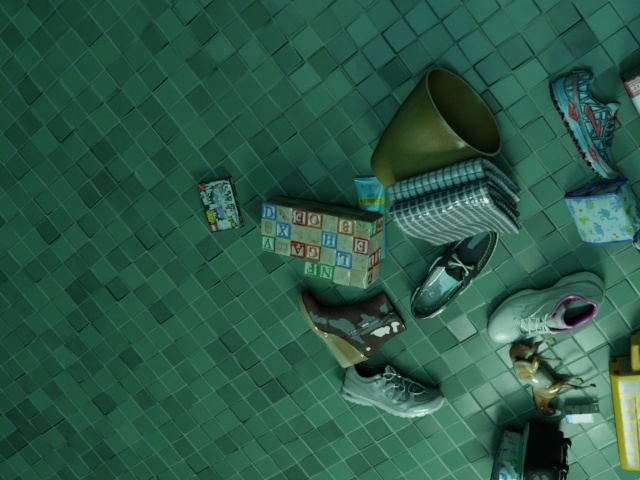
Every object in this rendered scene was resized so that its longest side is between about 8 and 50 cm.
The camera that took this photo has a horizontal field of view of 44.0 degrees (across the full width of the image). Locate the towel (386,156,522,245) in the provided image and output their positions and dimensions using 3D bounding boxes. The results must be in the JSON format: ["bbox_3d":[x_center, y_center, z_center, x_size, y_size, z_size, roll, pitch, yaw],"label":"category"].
[{"bbox_3d":[0.311,-0.072,1.787,0.235,0.283,0.121,-18,69,27],"label":"towel"}]

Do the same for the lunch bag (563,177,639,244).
[{"bbox_3d":[0.646,-0.062,1.816,0.151,0.096,0.129,-13,108,49],"label":"lunch bag"}]

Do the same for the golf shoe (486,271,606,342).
[{"bbox_3d":[0.536,0.177,1.907,0.306,0.140,0.115,-30,101,24],"label":"golf shoe"}]

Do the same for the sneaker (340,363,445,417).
[{"bbox_3d":[0.189,0.387,2.093,0.281,0.105,0.115,7,111,13],"label":"sneaker"}]

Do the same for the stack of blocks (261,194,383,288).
[{"bbox_3d":[0.000,0.000,1.982,0.297,0.087,0.171,12,111,23],"label":"stack of blocks"}]

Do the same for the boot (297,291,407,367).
[{"bbox_3d":[0.081,0.191,2.081,0.206,0.090,0.248,-36,94,10],"label":"boot"}]

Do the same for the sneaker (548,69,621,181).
[{"bbox_3d":[0.612,-0.255,1.749,0.125,0.104,0.262,-28,100,20],"label":"sneaker"}]

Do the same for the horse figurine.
[{"bbox_3d":[0.556,0.333,1.984,0.263,0.066,0.174,45,136,-15],"label":"horse figurine"}]

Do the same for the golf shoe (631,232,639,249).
[{"bbox_3d":[0.808,-0.001,1.813,0.186,0.086,0.068,5,82,-5],"label":"golf shoe"}]

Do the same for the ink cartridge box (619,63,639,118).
[{"bbox_3d":[0.737,-0.299,1.684,0.127,0.128,0.176,-28,100,22],"label":"ink cartridge box"}]

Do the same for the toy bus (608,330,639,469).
[{"bbox_3d":[0.782,0.390,1.935,0.130,0.108,0.333,-6,108,19],"label":"toy bus"}]

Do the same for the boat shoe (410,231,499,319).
[{"bbox_3d":[0.330,0.079,1.950,0.114,0.091,0.303,34,114,3],"label":"boat shoe"}]

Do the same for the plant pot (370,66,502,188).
[{"bbox_3d":[0.238,-0.223,1.810,0.237,0.237,0.254,48,126,-5],"label":"plant pot"}]

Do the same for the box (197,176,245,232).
[{"bbox_3d":[-0.261,-0.093,2.082,0.093,0.027,0.137,-9,107,19],"label":"box"}]

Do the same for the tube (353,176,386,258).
[{"bbox_3d":[0.131,-0.058,1.982,0.080,0.052,0.207,-3,105,10],"label":"tube"}]

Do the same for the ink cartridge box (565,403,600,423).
[{"bbox_3d":[0.667,0.441,2.015,0.083,0.048,0.028,-7,108,18],"label":"ink cartridge box"}]

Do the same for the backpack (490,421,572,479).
[{"bbox_3d":[0.531,0.623,2.025,0.191,0.225,0.254,6,121,16],"label":"backpack"}]
